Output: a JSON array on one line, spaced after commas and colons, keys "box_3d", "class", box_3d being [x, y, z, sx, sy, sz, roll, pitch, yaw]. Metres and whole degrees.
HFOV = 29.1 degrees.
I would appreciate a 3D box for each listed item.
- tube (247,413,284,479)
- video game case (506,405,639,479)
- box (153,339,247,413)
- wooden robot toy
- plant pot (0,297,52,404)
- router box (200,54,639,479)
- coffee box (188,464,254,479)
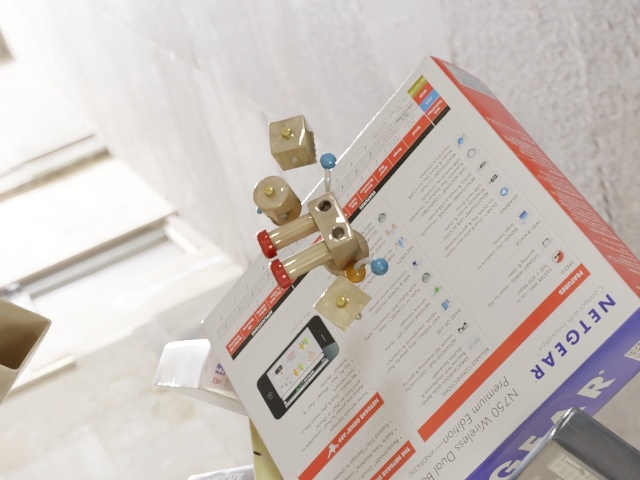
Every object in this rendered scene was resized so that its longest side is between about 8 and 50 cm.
[{"box_3d": [0.035, 0.230, 1.180, 0.070, 0.240, 0.062, 17, 87, 60], "class": "tube"}, {"box_3d": [0.227, 0.197, 0.662, 0.274, 0.026, 0.196, 35, 165, 12], "class": "video game case"}, {"box_3d": [-0.001, 0.181, 1.317, 0.232, 0.322, 0.058, -15, 54, 70], "class": "box"}, {"box_3d": [0.000, 0.000, 0.880, 0.173, 0.076, 0.079, 65, -174, 28], "class": "wooden robot toy"}, {"box_3d": [-0.386, 0.134, 1.409, 0.109, 0.109, 0.096, -69, 3, -59], "class": "plant pot"}, {"box_3d": [0.079, 0.069, 1.020, 0.082, 0.335, 0.301, 18, -149, -47], "class": "router box"}, {"box_3d": [-0.085, 0.494, 1.892, 0.168, 0.119, 0.297, -15, 117, 32], "class": "coffee box"}]
